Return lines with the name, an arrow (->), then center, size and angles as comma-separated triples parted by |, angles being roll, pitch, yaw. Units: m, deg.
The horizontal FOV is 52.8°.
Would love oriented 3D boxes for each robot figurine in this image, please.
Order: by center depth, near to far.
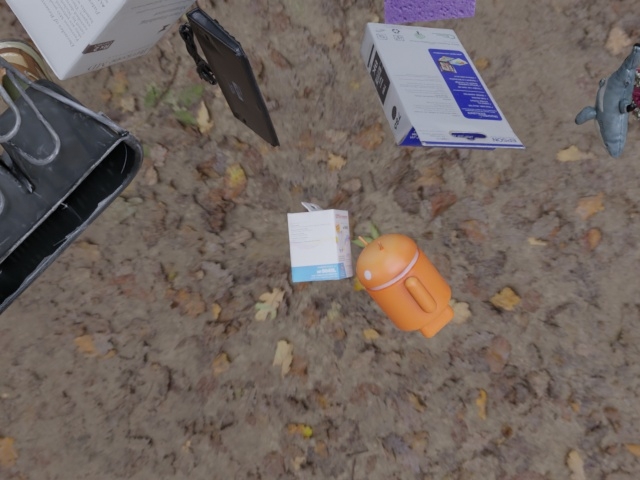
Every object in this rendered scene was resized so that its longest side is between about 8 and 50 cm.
robot figurine -> 0.150, 0.077, 1.178 | 0.128, 0.158, 0.219 | -28, 112, 31

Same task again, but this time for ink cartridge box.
ink cartridge box -> 0.178, -0.229, 1.015 | 0.166, 0.065, 0.332 | 1, 46, -15
ink cartridge box -> 0.000, 0.000, 1.177 | 0.090, 0.092, 0.143 | -4, 90, 19

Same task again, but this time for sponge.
sponge -> 0.251, -0.561, 1.480 | 0.210, 0.117, 0.031 | -2, 55, 8

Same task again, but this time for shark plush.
shark plush -> 0.413, -0.191, 0.868 | 0.073, 0.161, 0.067 | 2, 48, -9

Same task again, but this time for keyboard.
keyboard -> -0.160, -0.285, 1.101 | 0.202, 0.317, 0.033 | 39, 79, 16

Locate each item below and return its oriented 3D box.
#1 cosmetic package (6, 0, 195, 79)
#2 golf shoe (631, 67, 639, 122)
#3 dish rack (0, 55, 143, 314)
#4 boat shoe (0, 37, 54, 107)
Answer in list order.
cosmetic package -> -0.258, -0.316, 0.768 | 0.184, 0.151, 0.151 | -27, 98, 43
golf shoe -> 0.675, -0.247, 1.162 | 0.140, 0.306, 0.115 | -13, 121, -4
dish rack -> -0.204, -0.019, 0.225 | 0.074, 0.271, 0.208 | 42, 87, 14
boat shoe -> -0.571, -0.257, 1.334 | 0.123, 0.324, 0.119 | -26, 52, 2
